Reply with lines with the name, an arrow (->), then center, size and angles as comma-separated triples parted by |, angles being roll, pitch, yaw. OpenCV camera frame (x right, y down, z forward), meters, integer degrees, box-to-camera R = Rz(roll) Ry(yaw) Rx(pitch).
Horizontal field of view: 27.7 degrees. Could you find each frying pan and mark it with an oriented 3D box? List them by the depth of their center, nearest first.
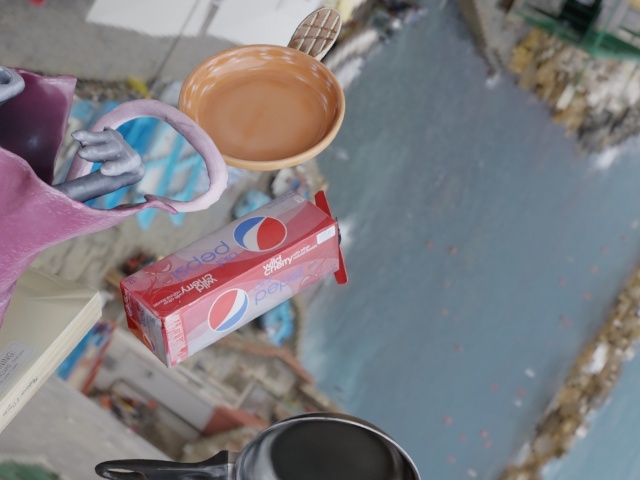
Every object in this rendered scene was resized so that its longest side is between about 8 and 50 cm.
frying pan -> -0.051, 0.263, 1.377 | 0.053, 0.326, 0.197 | -79, 150, -52

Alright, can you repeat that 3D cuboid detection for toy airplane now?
toy airplane -> 0.000, 0.000, 1.999 | 0.028, 0.151, 0.151 | -11, 135, -23

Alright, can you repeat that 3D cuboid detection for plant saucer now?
plant saucer -> -0.071, -0.155, 1.561 | 0.200, 0.200, 0.037 | -45, 156, -29

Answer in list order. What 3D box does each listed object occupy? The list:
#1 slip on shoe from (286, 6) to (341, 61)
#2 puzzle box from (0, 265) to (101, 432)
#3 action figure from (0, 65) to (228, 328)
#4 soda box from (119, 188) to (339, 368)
slip on shoe -> -0.020, -0.245, 1.690 | 0.135, 0.051, 0.041 | -59, -172, 9
puzzle box -> -0.508, 0.167, 1.679 | 0.409, 0.272, 0.052 | -53, 154, -42
action figure -> -0.296, 0.018, 1.051 | 0.275, 0.248, 0.370 | -10, 139, -49
soda box -> -0.105, 0.041, 1.560 | 0.263, 0.092, 0.083 | -29, 138, -28
